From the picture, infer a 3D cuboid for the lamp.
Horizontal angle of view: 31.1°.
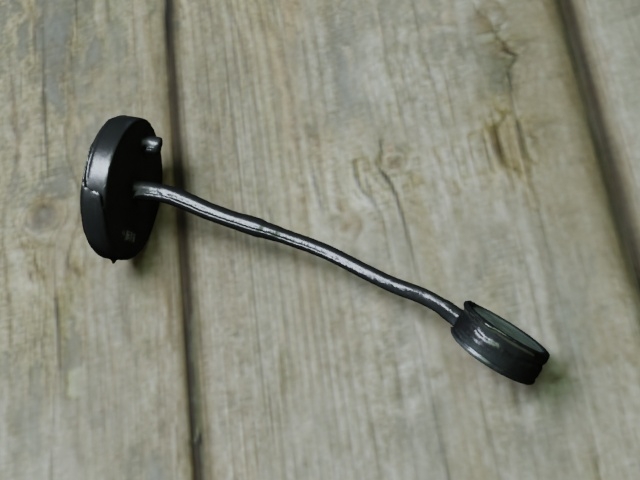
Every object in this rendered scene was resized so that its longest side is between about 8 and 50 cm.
[{"bbox_3d":[-0.019,0.033,0.841,0.371,0.130,0.109,29,97,13],"label":"lamp"}]
